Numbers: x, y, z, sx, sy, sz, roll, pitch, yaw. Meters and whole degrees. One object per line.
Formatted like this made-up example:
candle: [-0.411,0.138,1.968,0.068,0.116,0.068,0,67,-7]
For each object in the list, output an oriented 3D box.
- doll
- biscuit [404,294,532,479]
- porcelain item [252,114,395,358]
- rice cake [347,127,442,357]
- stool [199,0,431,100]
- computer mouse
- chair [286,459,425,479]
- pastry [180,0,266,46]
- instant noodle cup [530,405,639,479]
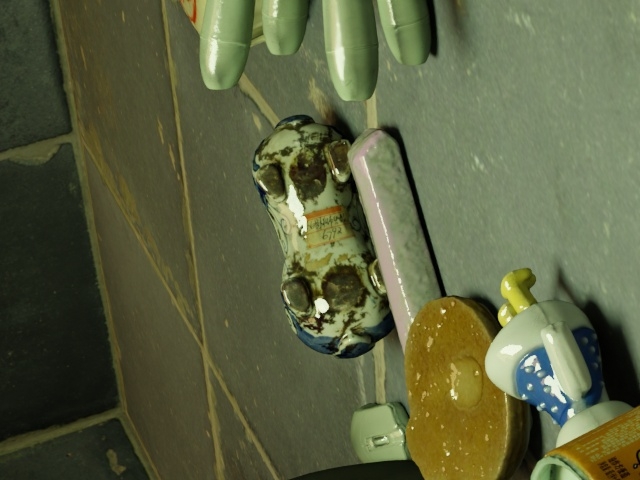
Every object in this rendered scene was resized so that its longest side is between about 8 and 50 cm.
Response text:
doll: [0.224,0.146,1.494,0.138,0.119,0.293,79,170,-46]
biscuit: [0.152,0.158,1.791,0.181,0.049,0.208,2,95,56]
porcelain item: [0.000,0.000,2.040,0.186,0.138,0.288,104,148,-79]
rice cake: [0.100,0.054,1.897,0.072,0.056,0.365,171,83,-76]
stool: [-0.003,-0.248,1.647,0.195,0.195,0.199,-37,-53,-59]
computer mouse: [0.074,0.247,2.175,0.089,0.056,0.181,68,163,2]
chair: [0.042,0.486,2.010,0.362,0.364,0.410,-173,72,-73]
pastry: [-0.109,-0.348,2.023,0.265,0.133,0.265,163,90,-77]
instant noodle cup: [0.267,0.206,1.285,0.216,0.172,0.216,162,90,-75]
